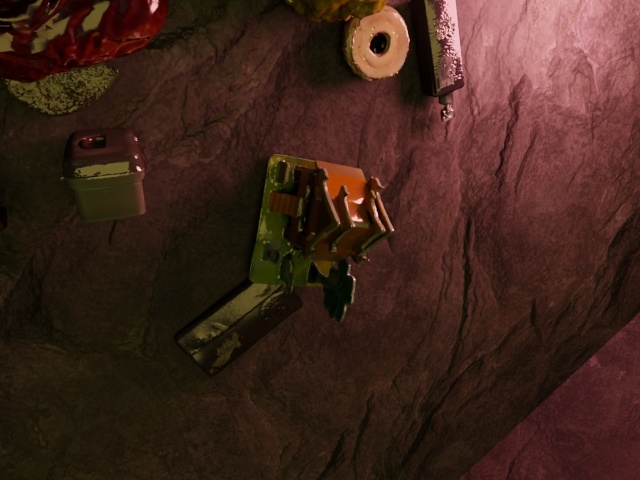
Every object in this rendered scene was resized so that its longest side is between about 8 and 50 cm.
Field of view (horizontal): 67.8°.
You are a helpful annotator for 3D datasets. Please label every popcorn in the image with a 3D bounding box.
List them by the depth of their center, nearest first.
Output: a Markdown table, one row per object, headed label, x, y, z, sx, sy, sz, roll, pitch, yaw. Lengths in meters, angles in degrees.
| label | x | y | z | sx | sy | sz | roll | pitch | yaw |
| --- | --- | --- | --- | --- | --- | --- | --- | --- | --- |
| popcorn | 0.051 | -0.556 | 0.947 | 0.242 | 0.250 | 0.235 | -45 | 113 | -4 |

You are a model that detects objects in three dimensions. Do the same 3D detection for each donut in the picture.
| label | x | y | z | sx | sy | sz | roll | pitch | yaw |
| --- | --- | --- | --- | --- | --- | --- | --- | --- | --- |
| donut | 0.126 | -0.465 | 1.124 | 0.174 | 0.068 | 0.174 | -8 | 115 | -19 |

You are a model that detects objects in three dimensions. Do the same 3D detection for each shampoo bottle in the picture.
| label | x | y | z | sx | sy | sz | roll | pitch | yaw |
| --- | --- | --- | --- | --- | --- | --- | --- | --- | --- |
| shampoo bottle | 0.303 | -0.458 | 1.205 | 0.098 | 0.071 | 0.309 | -26 | 120 | -16 |

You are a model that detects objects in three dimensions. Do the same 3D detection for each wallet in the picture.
| label | x | y | z | sx | sy | sz | roll | pitch | yaw |
| --- | --- | --- | --- | --- | --- | --- | --- | --- | --- |
| wallet | -0.209 | 0.216 | 1.259 | 0.321 | 0.044 | 0.170 | -38 | 122 | -5 |

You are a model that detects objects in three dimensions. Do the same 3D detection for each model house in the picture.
| label | x | y | z | sx | sy | sz | roll | pitch | yaw |
| --- | --- | --- | --- | --- | --- | --- | --- | --- | --- |
| model house | 0.000 | 0.000 | 1.095 | 0.242 | 0.313 | 0.357 | 9 | 100 | -24 |

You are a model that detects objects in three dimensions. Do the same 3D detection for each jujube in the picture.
| label | x | y | z | sx | sy | sz | roll | pitch | yaw |
| --- | --- | --- | --- | --- | --- | --- | --- | --- | --- |
| jujube | -0.422 | -0.386 | 0.795 | 0.342 | 0.216 | 0.216 | -44 | 125 | -32 |

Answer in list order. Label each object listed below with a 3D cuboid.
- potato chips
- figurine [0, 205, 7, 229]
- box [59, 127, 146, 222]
| label | x | y | z | sx | sy | sz | roll | pitch | yaw |
| --- | --- | --- | --- | --- | --- | --- | --- | --- | --- |
| potato chips | -0.513 | -0.351 | 0.905 | 0.202 | 0.029 | 0.220 | -26 | 119 | -12 |
| figurine | -0.704 | -0.098 | 0.834 | 0.283 | 0.204 | 0.338 | 12 | 93 | -1 |
| box | -0.419 | -0.133 | 0.933 | 0.148 | 0.210 | 0.129 | -10 | 121 | -20 |
